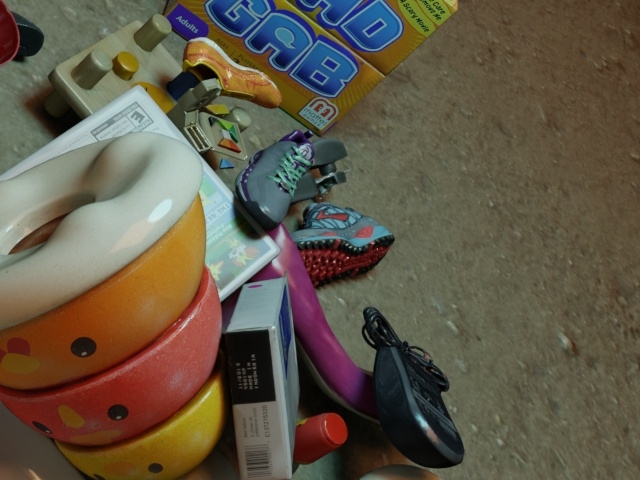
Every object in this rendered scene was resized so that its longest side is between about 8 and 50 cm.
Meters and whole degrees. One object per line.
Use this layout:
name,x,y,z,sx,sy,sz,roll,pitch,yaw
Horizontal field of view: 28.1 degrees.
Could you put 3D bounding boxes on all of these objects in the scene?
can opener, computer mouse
can opener,-0.050,-0.096,2.055,0.280,0.074,0.093,-25,93,-54
computer mouse,0.121,0.224,1.740,0.188,0.072,0.272,44,15,-26

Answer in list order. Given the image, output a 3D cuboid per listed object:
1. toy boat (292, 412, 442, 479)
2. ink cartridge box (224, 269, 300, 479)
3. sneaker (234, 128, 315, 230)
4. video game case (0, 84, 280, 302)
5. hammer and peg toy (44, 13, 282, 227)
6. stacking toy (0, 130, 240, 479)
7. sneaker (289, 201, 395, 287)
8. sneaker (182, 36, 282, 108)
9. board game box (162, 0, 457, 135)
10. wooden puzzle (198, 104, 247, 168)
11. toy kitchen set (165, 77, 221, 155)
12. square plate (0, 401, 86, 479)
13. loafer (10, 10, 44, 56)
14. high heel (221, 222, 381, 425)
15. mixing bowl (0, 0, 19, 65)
toy boat,0.047,0.360,1.674,0.318,0.148,0.267,52,37,-10
ink cartridge box,-0.064,0.153,1.560,0.371,0.069,0.175,-72,157,-81
sneaker,-0.056,-0.096,1.769,0.083,0.098,0.223,45,19,-19
video game case,-0.258,-0.005,1.643,0.300,0.036,0.329,50,57,0
hammer and peg toy,-0.211,-0.149,1.877,0.361,0.127,0.266,49,33,-7
stacking toy,-0.204,0.152,1.417,0.480,0.351,0.350,64,27,-24
sneaker,0.000,0.000,2.025,0.125,0.104,0.262,44,25,24
sneaker,-0.134,-0.232,1.892,0.175,0.064,0.067,26,62,-28
board game box,-0.008,-0.484,2.241,0.356,0.356,0.356,34,35,-21
wooden puzzle,-0.139,-0.151,1.836,0.078,0.014,0.116,4,57,-50
toy kitchen set,-0.153,-0.174,1.774,0.075,0.083,0.068,57,33,5
square plate,-0.438,0.231,1.300,0.347,0.049,0.344,49,32,0
loafer,-0.476,-0.309,1.802,0.170,0.062,0.061,21,20,-39
high heel,0.035,0.132,1.814,0.377,0.181,0.127,33,-6,-21
mixing bowl,-0.500,-0.271,1.686,0.181,0.098,0.181,29,39,-27
